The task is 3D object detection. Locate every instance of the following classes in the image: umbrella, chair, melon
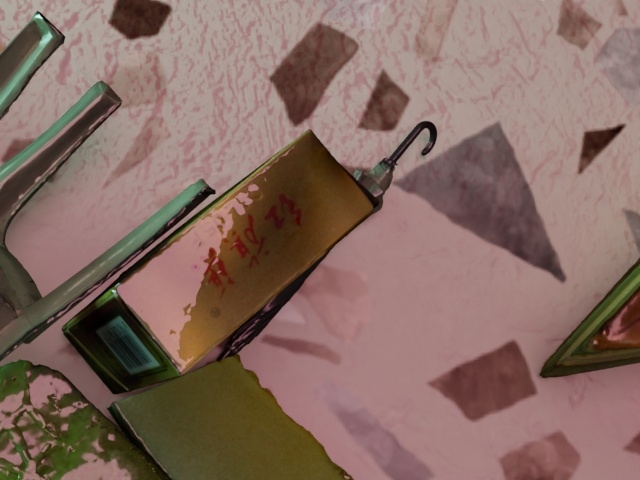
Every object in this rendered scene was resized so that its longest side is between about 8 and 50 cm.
[{"bbox_3d":[-0.002,-0.004,0.927,0.044,0.044,0.269,25,63,42],"label":"umbrella"},{"bbox_3d":[-0.246,-0.024,0.743,0.274,0.203,0.190,-46,130,-4],"label":"chair"},{"bbox_3d":[-0.028,0.171,0.872,0.262,0.053,0.114,38,59,-6],"label":"melon"}]

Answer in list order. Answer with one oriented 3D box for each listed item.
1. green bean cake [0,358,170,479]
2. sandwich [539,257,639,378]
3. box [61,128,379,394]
[{"bbox_3d":[-0.188,0.206,0.783,0.214,0.113,0.200,45,73,2],"label":"green bean cake"},{"bbox_3d":[0.255,0.017,0.941,0.187,0.117,0.144,-7,74,-13],"label":"sandwich"},{"bbox_3d":[-0.075,0.022,0.793,0.159,0.240,0.071,-42,95,-19],"label":"box"}]
